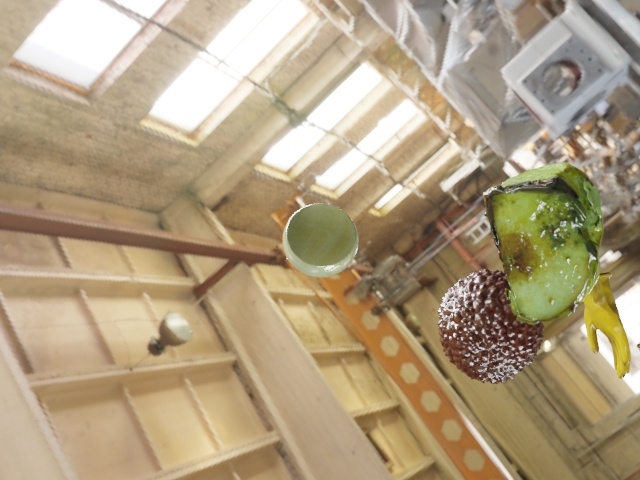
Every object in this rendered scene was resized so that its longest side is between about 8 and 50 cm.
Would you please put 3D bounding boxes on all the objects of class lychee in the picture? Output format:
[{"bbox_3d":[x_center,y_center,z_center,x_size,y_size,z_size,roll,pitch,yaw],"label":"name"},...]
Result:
[{"bbox_3d":[0.416,0.202,1.786,0.264,0.264,0.300,45,-131,-12],"label":"lychee"}]

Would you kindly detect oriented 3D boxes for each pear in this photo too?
[{"bbox_3d":[0.407,-0.008,1.257,0.255,0.163,0.238,-24,-81,-58],"label":"pear"}]

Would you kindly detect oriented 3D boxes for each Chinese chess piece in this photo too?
[{"bbox_3d":[0.000,0.000,1.380,0.144,0.144,0.058,53,163,18],"label":"Chinese chess piece"}]

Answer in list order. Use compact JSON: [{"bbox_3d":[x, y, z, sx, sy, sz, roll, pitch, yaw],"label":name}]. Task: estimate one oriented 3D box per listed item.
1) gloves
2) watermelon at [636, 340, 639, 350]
[{"bbox_3d":[0.815,0.247,2.081,0.133,0.116,0.295,28,-134,-71],"label":"gloves"},{"bbox_3d":[0.612,0.178,1.132,0.136,0.208,0.202,12,169,-12],"label":"watermelon"}]
